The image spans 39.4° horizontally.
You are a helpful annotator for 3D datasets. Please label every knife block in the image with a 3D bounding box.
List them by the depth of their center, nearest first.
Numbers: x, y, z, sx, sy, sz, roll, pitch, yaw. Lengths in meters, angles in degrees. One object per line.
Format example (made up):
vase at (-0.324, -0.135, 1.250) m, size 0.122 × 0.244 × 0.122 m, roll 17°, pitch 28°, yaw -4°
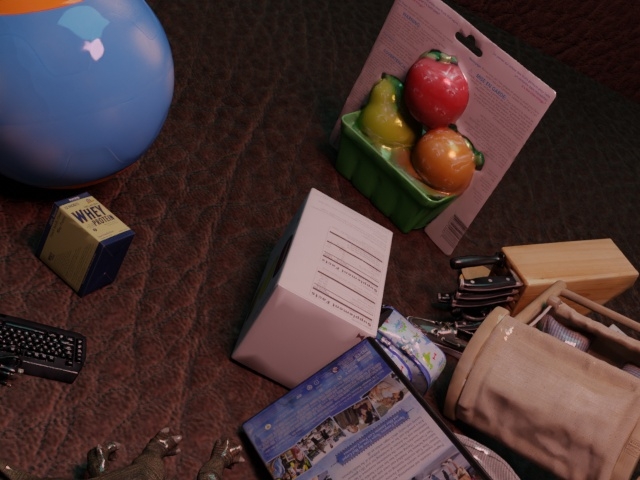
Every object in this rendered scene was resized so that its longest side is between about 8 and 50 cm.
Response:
knife block at (0.323, 0.057, 1.372) m, size 0.242 × 0.275 × 0.088 m, roll 43°, pitch 15°, yaw -47°

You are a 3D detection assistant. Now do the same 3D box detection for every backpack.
backpack at (0.094, 0.157, 1.156) m, size 0.114 × 0.105 × 0.084 m, roll 37°, pitch 54°, yaw 4°

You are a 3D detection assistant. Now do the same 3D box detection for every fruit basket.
fruit basket at (0.189, -0.204, 1.508) m, size 0.327 × 0.353 × 0.165 m, roll 44°, pitch 34°, yaw 22°

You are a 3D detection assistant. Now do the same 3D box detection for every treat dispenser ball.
treat dispenser ball at (-0.329, -0.208, 1.125) m, size 0.288 × 0.288 × 0.288 m, roll 22°, pitch 32°, yaw -15°

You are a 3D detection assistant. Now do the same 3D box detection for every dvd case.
dvd case at (0.046, 0.229, 0.930) m, size 0.253 × 0.180 × 0.022 m, roll 48°, pitch -11°, yaw 44°

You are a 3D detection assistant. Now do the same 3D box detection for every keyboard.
keyboard at (-0.334, 0.100, 0.923) m, size 0.192 × 0.038 × 0.100 m, roll 16°, pitch 34°, yaw -22°

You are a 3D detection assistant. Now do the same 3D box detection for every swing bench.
swing bench at (0.345, 0.193, 1.186) m, size 0.253 × 0.165 × 0.254 m, roll 27°, pitch 24°, yaw 34°

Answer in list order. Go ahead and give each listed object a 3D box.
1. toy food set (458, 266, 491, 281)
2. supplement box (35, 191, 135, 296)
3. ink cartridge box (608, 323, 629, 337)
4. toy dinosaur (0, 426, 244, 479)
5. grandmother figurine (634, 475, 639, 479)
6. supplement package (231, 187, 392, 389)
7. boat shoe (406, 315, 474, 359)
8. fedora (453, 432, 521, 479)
toy food set at (0.272, 0.070, 1.510) m, size 0.082 × 0.020 × 0.083 m, roll 29°, pitch 30°, yaw -4°
supplement box at (-0.280, 0.004, 1.062) m, size 0.083 × 0.083 × 0.056 m, roll 38°, pitch 30°, yaw 14°
ink cartridge box at (0.491, 0.230, 1.421) m, size 0.175 × 0.072 × 0.127 m, roll 44°, pitch 34°, yaw 19°
toy dinosaur at (-0.152, 0.245, 0.797) m, size 0.313 × 0.121 × 0.160 m, roll 31°, pitch 17°, yaw -8°
grandmother figurine at (0.481, 0.449, 1.077) m, size 0.208 × 0.104 × 0.342 m, roll -19°, pitch 54°, yaw -45°
supplement package at (-0.004, 0.066, 1.160) m, size 0.134 × 0.139 × 0.244 m, roll 29°, pitch 30°, yaw -7°
boat shoe at (0.188, 0.140, 1.317) m, size 0.142 × 0.040 × 0.049 m, roll 24°, pitch 32°, yaw -12°
fedora at (0.139, 0.307, 0.954) m, size 0.243 × 0.124 × 0.275 m, roll 31°, pitch 31°, yaw 0°
